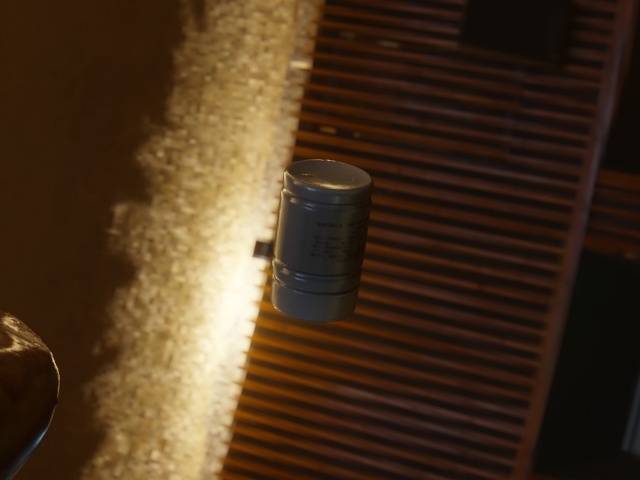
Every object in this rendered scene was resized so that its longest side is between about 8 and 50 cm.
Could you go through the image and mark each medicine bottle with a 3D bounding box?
[{"bbox_3d":[0.000,0.000,1.003,0.058,0.058,0.091,-23,-53,-51],"label":"medicine bottle"}]

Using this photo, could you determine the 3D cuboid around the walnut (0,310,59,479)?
[{"bbox_3d":[-0.341,0.116,0.923,0.383,0.383,0.383,-23,-61,-51],"label":"walnut"}]
